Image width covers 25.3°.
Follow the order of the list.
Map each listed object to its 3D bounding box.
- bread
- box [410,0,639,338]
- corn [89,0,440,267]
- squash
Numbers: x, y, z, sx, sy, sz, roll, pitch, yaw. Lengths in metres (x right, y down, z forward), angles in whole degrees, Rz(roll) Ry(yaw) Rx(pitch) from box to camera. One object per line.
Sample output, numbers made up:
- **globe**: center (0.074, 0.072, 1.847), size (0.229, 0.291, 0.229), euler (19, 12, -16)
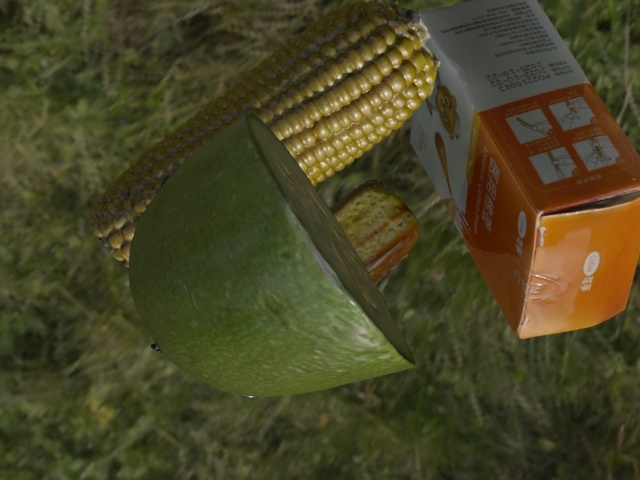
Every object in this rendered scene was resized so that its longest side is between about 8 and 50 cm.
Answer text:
- **bread**: center (0.004, 0.044, 1.733), size (0.110, 0.234, 0.184), euler (48, 163, 7)
- **box**: center (0.230, -0.088, 1.613), size (0.143, 0.341, 0.225), euler (-16, 142, -12)
- **corn**: center (-0.051, -0.100, 1.433), size (0.387, 0.144, 0.144), euler (-38, 102, -2)
- **squash**: center (0.000, 0.000, 0.891), size (0.189, 0.189, 0.260), euler (48, 149, -8)
